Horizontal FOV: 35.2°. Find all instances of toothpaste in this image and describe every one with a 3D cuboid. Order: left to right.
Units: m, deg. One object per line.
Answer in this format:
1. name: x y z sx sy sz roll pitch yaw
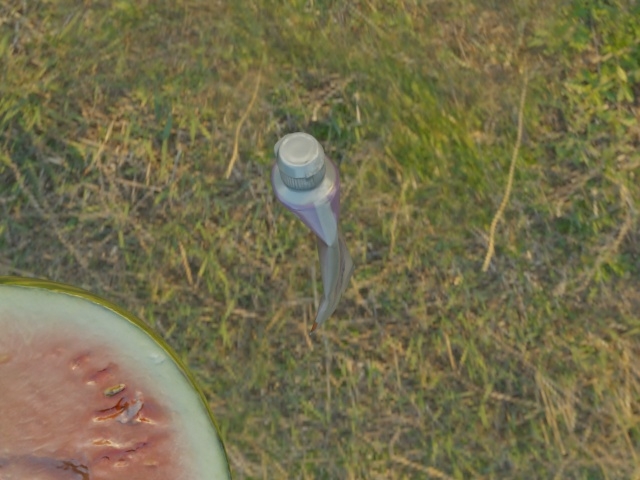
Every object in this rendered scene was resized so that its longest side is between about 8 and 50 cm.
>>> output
1. toothpaste: 0.000 0.000 0.788 0.048 0.075 0.301 1 157 6

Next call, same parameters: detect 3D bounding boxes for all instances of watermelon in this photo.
1. watermelon: -0.150 0.135 0.711 0.159 0.128 0.304 -18 105 -4
